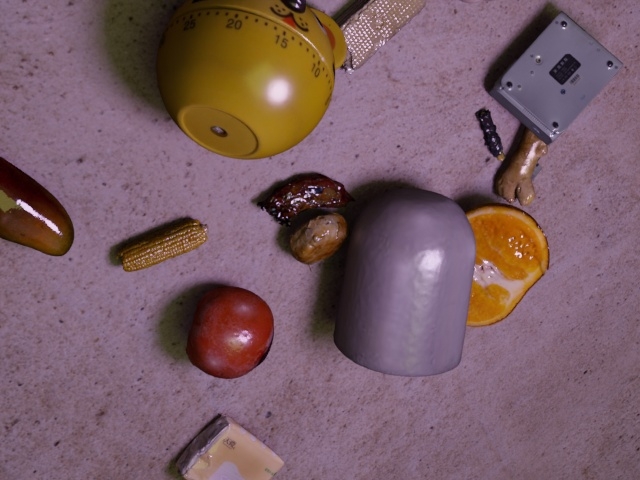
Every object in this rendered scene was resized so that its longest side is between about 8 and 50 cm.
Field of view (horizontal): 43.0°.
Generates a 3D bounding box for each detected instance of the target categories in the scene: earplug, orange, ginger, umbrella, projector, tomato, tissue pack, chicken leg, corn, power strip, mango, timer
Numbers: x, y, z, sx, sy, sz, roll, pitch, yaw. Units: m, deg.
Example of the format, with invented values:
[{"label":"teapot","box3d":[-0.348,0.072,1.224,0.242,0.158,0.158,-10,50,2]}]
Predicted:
[{"label":"earplug","box3d":[0.200,0.077,1.898,0.313,0.312,0.394,-2,109,-24]},{"label":"orange","box3d":[0.420,0.048,2.019,0.274,0.274,0.310,-16,152,-19]},{"label":"ginger","box3d":[0.518,-0.235,2.036,0.065,0.118,0.298,5,102,-48]},{"label":"umbrella","box3d":[0.423,-0.258,2.013,0.040,0.037,0.144,-20,121,16]},{"label":"projector","box3d":[0.556,-0.385,1.929,0.198,0.108,0.250,43,90,3]},{"label":"tomato","box3d":[-0.198,0.208,1.818,0.184,0.208,0.208,15,105,-10]},{"label":"tissue pack","box3d":[-0.225,0.555,2.022,0.186,0.090,0.222,-46,123,-4]},{"label":"chicken leg","box3d":[-0.032,-0.096,1.853,0.234,0.063,0.105,-20,124,-18]},{"label":"corn","box3d":[-0.337,0.010,1.752,0.207,0.068,0.068,-23,119,-16]},{"label":"power strip","box3d":[0.529,-0.164,2.114,0.051,0.019,0.136,38,92,-30]},{"label":"mango","box3d":[-0.594,-0.064,1.573,0.267,0.111,0.133,45,73,-31]},{"label":"timer","box3d":[-0.130,-0.360,1.558,0.376,0.376,0.386,35,58,-32]}]

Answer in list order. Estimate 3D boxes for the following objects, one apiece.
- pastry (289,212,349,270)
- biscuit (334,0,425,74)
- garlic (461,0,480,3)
[{"label":"pastry","box3d":[-0.002,-0.005,1.870,0.153,0.081,0.153,-27,152,-16]},{"label":"biscuit","box3d":[0.118,-0.477,1.762,0.239,0.062,0.108,-43,122,-3]},{"label":"garlic","box3d":[0.336,-0.627,1.748,0.228,0.152,0.227,-14,117,-29]}]
